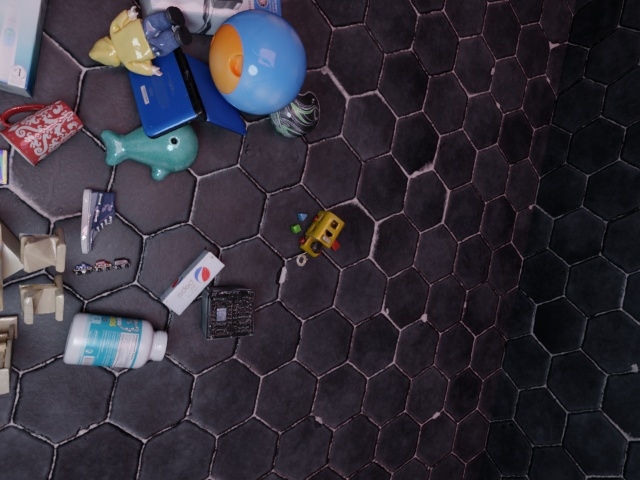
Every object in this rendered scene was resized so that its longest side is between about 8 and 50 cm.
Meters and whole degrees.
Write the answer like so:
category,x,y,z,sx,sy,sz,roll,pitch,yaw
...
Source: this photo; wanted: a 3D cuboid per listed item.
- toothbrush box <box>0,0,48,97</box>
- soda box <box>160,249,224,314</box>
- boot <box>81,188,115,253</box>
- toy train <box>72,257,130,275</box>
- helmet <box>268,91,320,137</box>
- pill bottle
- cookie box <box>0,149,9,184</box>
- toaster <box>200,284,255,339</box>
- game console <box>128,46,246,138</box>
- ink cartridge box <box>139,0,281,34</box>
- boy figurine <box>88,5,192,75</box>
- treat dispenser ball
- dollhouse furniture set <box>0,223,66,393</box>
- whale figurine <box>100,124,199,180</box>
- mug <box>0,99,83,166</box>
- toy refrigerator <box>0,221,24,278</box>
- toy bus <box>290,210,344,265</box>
category,x,y,z,sx,sy,sz,roll,pitch,yaw
toothbrush box,-0.829,-0.542,1.051,0.216,0.126,0.296,10,89,-29
soda box,-0.421,0.134,1.384,0.216,0.069,0.074,-49,116,-15
boot,-0.650,-0.054,1.234,0.086,0.069,0.190,3,92,-26
toy train,-0.660,0.077,1.269,0.158,0.027,0.036,-9,97,-28
helmet,-0.098,-0.439,1.446,0.161,0.169,0.169,-19,105,-43
pill bottle,-0.605,0.303,1.257,0.264,0.146,0.146,15,88,-30
cookie box,-0.886,-0.196,1.105,0.107,0.040,0.092,1,94,-29
toaster,-0.316,0.234,1.429,0.168,0.110,0.186,0,96,-29
game console,-0.399,-0.418,1.268,0.250,0.173,0.293,-24,65,0
ink cartridge box,-0.337,-0.795,1.270,0.394,0.166,0.286,-9,100,-27
boy figurine,-0.505,-0.542,1.169,0.285,0.092,0.177,-13,118,16
treat dispenser ball,-0.184,-0.523,1.249,0.288,0.288,0.288,-4,97,-29
dollhouse furniture set,-0.823,0.133,0.994,0.362,0.256,0.394,0,111,-34
whale figurine,-0.498,-0.286,1.252,0.272,0.141,0.216,-9,100,-28
mug,-0.754,-0.308,1.128,0.169,0.113,0.150,-46,116,-21
toy refrigerator,-0.881,-0.027,1.069,0.094,0.102,0.269,-34,119,-14
toy bus,0.002,-0.013,1.581,0.191,0.104,0.202,-15,102,-27
